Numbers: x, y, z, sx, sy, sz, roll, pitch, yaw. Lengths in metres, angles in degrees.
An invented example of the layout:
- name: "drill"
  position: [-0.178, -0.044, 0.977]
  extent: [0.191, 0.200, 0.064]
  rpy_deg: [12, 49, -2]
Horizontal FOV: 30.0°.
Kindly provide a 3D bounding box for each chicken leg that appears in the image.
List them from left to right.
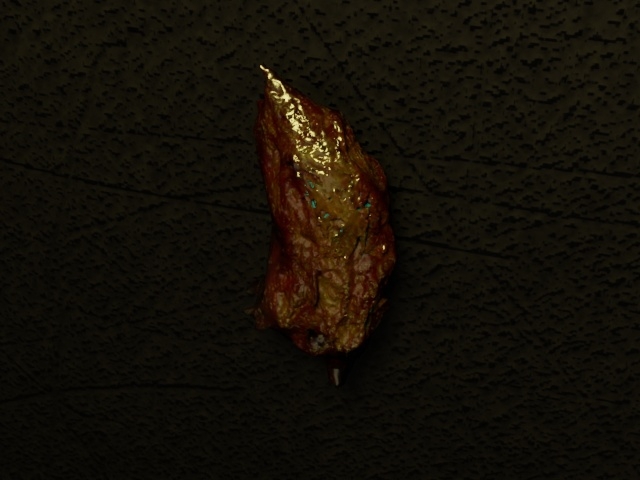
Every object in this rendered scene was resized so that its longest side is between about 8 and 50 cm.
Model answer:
- name: "chicken leg"
  position: [0.000, 0.000, 0.787]
  extent: [0.105, 0.063, 0.234]
  rpy_deg: [10, 126, 9]
